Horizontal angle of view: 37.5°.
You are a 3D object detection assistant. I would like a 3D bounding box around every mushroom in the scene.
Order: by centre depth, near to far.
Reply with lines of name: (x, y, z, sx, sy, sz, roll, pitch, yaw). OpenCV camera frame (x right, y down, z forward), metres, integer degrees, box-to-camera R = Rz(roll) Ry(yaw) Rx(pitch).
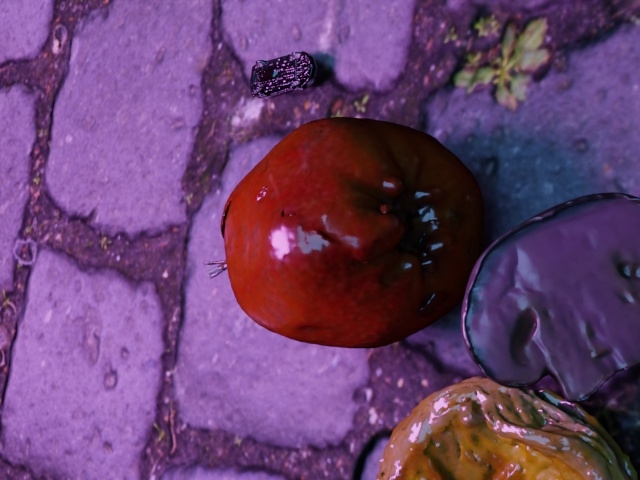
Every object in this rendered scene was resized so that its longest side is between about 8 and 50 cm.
mushroom: (0.201, 0.041, 0.759, 0.188, 0.117, 0.141, -29, 92, 8)

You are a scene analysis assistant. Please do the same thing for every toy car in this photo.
toy car: (-0.039, -0.178, 1.015, 0.093, 0.025, 0.041, -3, 83, 38)

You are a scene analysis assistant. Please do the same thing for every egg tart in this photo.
egg tart: (0.157, 0.229, 0.774, 0.241, 0.106, 0.241, -3, 85, 35)

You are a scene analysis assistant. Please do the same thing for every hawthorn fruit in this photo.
hawthorn fruit: (0.000, 0.000, 0.865, 0.299, 0.211, 0.211, -15, 75, 44)
